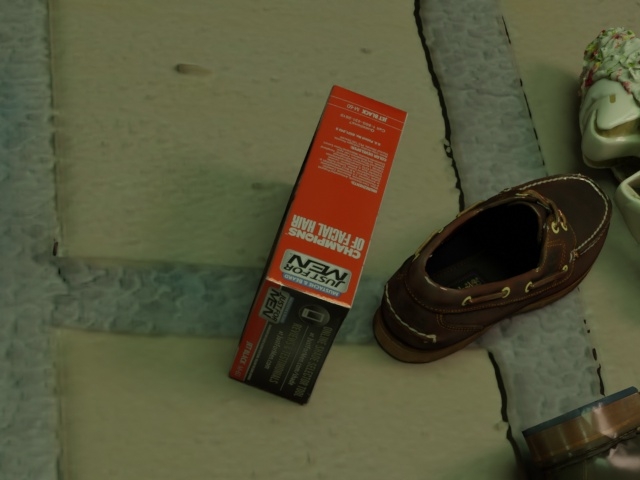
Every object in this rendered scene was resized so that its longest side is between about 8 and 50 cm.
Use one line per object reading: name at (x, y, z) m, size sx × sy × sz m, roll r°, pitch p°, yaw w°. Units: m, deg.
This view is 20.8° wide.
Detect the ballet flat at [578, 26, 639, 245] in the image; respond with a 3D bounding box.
ballet flat at (0.220, -0.051, 1.155) m, size 0.077 × 0.091 × 0.241 m, roll -10°, pitch 52°, yaw -24°

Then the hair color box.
hair color box at (0.000, 0.000, 1.019) m, size 0.053 × 0.093 × 0.167 m, roll 19°, pitch 46°, yaw -3°

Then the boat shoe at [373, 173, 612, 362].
boat shoe at (0.119, 0.006, 1.076) m, size 0.073 × 0.073 × 0.207 m, roll 41°, pitch 47°, yaw 17°

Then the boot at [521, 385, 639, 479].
boot at (0.217, 0.131, 1.020) m, size 0.219 × 0.082 × 0.106 m, roll -13°, pitch 78°, yaw -35°
